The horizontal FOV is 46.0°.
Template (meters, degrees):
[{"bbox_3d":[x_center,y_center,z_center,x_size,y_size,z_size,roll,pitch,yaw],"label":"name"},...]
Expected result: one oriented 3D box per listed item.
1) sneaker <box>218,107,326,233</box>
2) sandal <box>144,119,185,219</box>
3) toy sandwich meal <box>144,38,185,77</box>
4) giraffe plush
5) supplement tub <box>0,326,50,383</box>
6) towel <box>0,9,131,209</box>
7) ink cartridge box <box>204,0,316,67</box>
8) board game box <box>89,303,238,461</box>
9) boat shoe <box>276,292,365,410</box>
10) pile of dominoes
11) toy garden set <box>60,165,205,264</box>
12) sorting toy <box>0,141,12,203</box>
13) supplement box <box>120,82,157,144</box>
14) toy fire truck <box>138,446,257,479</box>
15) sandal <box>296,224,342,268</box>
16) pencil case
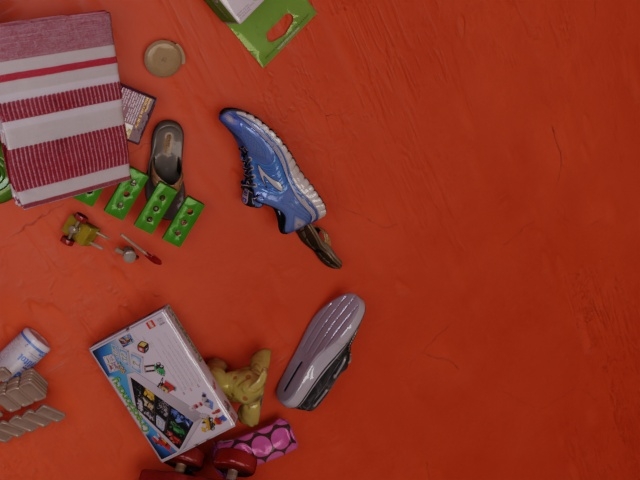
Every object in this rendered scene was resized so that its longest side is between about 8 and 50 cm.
[{"bbox_3d":[-0.126,-0.147,1.664,0.147,0.130,0.330,-37,110,-5],"label":"sneaker"},{"bbox_3d":[-0.321,-0.144,1.601,0.090,0.060,0.219,0,111,-28],"label":"sandal"},{"bbox_3d":[-0.323,-0.378,1.553,0.086,0.029,0.085,-10,119,-19],"label":"toy sandwich meal"},{"bbox_3d":[-0.215,0.338,1.757,0.171,0.210,0.181,11,95,-2],"label":"giraffe plush"},{"bbox_3d":[-0.619,0.238,1.553,0.107,0.071,0.071,-46,120,-9],"label":"supplement tub"},{"bbox_3d":[-0.472,-0.239,1.375,0.237,0.037,0.328,-21,122,-36],"label":"towel"},{"bbox_3d":[-0.123,-0.517,1.578,0.189,0.097,0.255,-48,120,-8],"label":"ink cartridge box"},{"bbox_3d":[-0.340,0.313,1.646,0.193,0.053,0.305,-28,100,8],"label":"board game box"},{"bbox_3d":[0.018,0.282,1.895,0.119,0.121,0.335,28,101,-39],"label":"boat shoe"},{"bbox_3d":[-0.674,0.339,1.535,0.251,0.040,0.196,-22,131,7],"label":"pile of dominoes"},{"bbox_3d":[-0.400,-0.048,1.568,0.244,0.049,0.203,28,99,-28],"label":"toy garden set"},{"bbox_3d":[-0.636,-0.120,1.405,0.366,0.126,0.127,6,102,-29],"label":"sorting toy"},{"bbox_3d":[-0.436,-0.273,1.491,0.188,0.081,0.104,20,94,-31],"label":"supplement box"},{"bbox_3d":[-0.260,0.602,1.756,0.253,0.302,0.169,77,20,-52],"label":"toy fire truck"},{"bbox_3d":[0.000,0.000,1.818,0.180,0.072,0.049,49,64,-32],"label":"sandal"},{"bbox_3d":[-0.164,0.510,1.870,0.209,0.095,0.098,-16,91,-25],"label":"pencil case"}]
